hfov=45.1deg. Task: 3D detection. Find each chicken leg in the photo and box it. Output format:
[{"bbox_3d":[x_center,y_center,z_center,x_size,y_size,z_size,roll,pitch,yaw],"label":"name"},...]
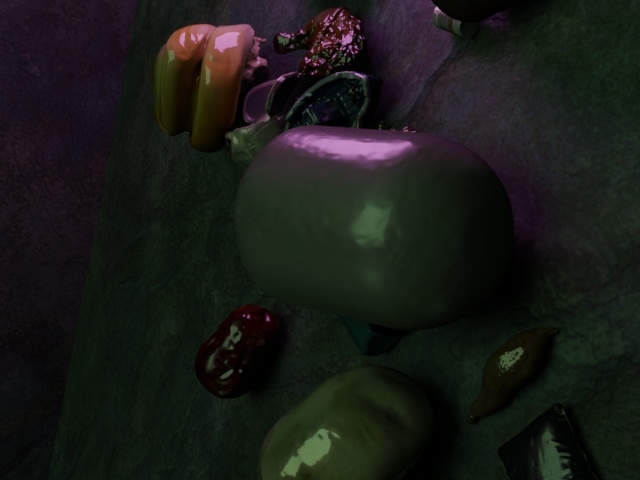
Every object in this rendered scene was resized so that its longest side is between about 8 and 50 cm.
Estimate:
[{"bbox_3d":[0.005,-0.415,1.638,0.177,0.083,0.322,-38,37,5],"label":"chicken leg"}]

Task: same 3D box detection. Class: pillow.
[{"bbox_3d":[0.320,0.343,1.036,0.141,0.055,0.208,-47,46,29],"label":"pillow"}]

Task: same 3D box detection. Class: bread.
[{"bbox_3d":[-0.288,-0.406,1.932,0.328,0.245,0.424,-63,8,-10],"label":"bread"}]

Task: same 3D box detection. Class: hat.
[{"bbox_3d":[-0.098,-0.277,1.754,0.275,0.161,0.232,-58,24,-9],"label":"hat"}]

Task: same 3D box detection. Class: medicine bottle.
[{"bbox_3d":[0.075,0.108,1.441,0.258,0.079,0.124,55,131,48],"label":"medicine bottle"},{"bbox_3d":[0.237,-0.386,1.349,0.083,0.047,0.047,44,118,52],"label":"medicine bottle"}]

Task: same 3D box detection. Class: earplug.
[{"bbox_3d":[0.104,-0.018,1.216,0.394,0.313,0.312,11,91,44],"label":"earplug"}]

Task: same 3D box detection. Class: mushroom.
[{"bbox_3d":[0.074,0.386,1.253,0.314,0.314,0.336,-37,83,47],"label":"mushroom"}]

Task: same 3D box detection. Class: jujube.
[{"bbox_3d":[-0.186,0.250,1.740,0.230,0.155,0.155,-53,41,28],"label":"jujube"}]

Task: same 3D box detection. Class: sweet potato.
[{"bbox_3d":[0.267,0.203,1.141,0.226,0.068,0.068,-59,39,30],"label":"sweet potato"}]

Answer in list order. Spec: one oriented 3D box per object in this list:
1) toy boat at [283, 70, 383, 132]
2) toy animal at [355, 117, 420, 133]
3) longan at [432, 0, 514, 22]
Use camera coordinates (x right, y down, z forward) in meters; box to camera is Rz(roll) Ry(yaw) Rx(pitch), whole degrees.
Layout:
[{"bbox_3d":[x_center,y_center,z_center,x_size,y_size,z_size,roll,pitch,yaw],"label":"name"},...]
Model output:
[{"bbox_3d":[0.006,-0.251,1.557,0.309,0.142,0.129,-31,86,48],"label":"toy boat"},{"bbox_3d":[0.120,-0.153,1.444,0.186,0.094,0.214,-107,34,-41],"label":"toy animal"},{"bbox_3d":[0.252,-0.453,1.214,0.220,0.197,0.196,-28,59,59],"label":"longan"}]
